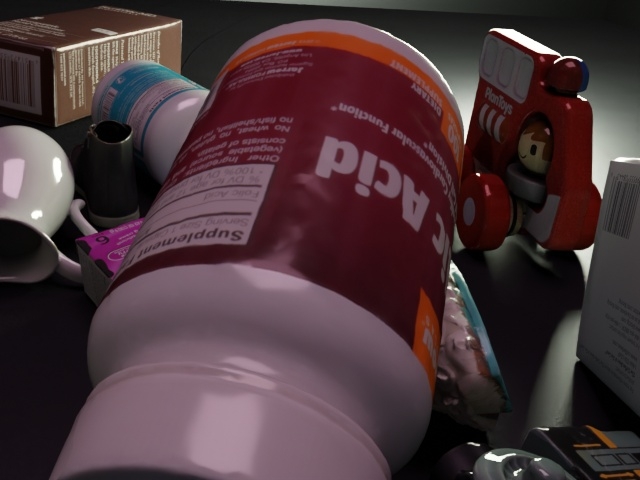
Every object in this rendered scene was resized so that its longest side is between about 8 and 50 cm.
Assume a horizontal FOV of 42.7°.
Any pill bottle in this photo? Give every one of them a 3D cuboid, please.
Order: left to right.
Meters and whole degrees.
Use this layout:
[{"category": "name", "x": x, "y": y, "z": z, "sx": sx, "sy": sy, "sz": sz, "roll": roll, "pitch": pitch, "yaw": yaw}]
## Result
[{"category": "pill bottle", "x": -0.203, "y": -0.153, "z": 1.144, "sx": 0.146, "sy": 0.146, "sz": 0.264, "roll": -13, "pitch": 32, "yaw": -36}, {"category": "pill bottle", "x": -0.024, "y": 0.036, "z": 0.576, "sx": 0.224, "sy": 0.224, "sz": 0.392, "roll": 10, "pitch": 46, "yaw": 6}]

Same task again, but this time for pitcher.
[{"category": "pitcher", "x": -0.315, "y": -0.033, "z": 0.912, "sx": 0.178, "sy": 0.125, "sz": 0.207, "roll": 19, "pitch": 29, "yaw": -25}]

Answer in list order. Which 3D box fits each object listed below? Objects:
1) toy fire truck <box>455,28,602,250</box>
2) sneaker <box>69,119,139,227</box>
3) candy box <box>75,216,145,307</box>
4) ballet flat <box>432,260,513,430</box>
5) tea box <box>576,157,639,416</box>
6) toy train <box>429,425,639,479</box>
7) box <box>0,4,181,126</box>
[{"category": "toy fire truck", "x": 0.267, "y": -0.130, "z": 1.083, "sx": 0.170, "sy": 0.253, "sz": 0.302, "roll": 0, "pitch": 25, "yaw": -13}, {"category": "sneaker", "x": -0.279, "y": -0.113, "z": 1.069, "sx": 0.083, "sy": 0.118, "sz": 0.222, "roll": -6, "pitch": 28, "yaw": -26}, {"category": "candy box", "x": -0.118, "y": 0.048, "z": 0.796, "sx": 0.159, "sy": 0.071, "sz": 0.233, "roll": -21, "pitch": 36, "yaw": -30}, {"category": "ballet flat", "x": 0.084, "y": 0.064, "z": 0.809, "sx": 0.147, "sy": 0.146, "sz": 0.409, "roll": 6, "pitch": 22, "yaw": -2}, {"category": "tea box", "x": 0.429, "y": 0.061, "z": 0.670, "sx": 0.324, "sy": 0.219, "sz": 0.329, "roll": 8, "pitch": 9, "yaw": -1}, {"category": "toy train", "x": 0.195, "y": 0.228, "z": 0.446, "sx": 0.190, "sy": 0.142, "sz": 0.334, "roll": 4, "pitch": 23, "yaw": -28}, {"category": "box", "x": -0.427, "y": -0.325, "z": 1.473, "sx": 0.191, "sy": 0.143, "sz": 0.381, "roll": 15, "pitch": 24, "yaw": 18}]
